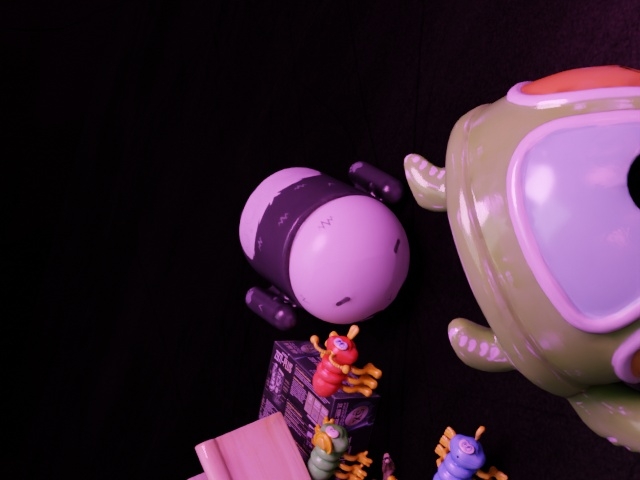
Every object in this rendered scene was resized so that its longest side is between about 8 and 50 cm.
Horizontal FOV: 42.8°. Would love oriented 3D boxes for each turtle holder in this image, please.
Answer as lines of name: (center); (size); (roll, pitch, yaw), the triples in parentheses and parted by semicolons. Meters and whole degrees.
turtle holder: (0.231, 0.012, 0.642); (0.227, 0.243, 0.320); (-24, 56, 37)

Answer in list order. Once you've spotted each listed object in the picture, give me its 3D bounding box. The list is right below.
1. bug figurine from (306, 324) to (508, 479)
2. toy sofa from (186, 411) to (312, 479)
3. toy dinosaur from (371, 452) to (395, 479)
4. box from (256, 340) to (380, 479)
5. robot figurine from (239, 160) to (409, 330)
bug figurine: (0.069, 0.240, 0.954); (0.279, 0.072, 0.216); (35, 120, 32)
toy sofa: (-0.128, 0.367, 1.127); (0.150, 0.177, 0.362); (65, 161, 17)
toy dinosaur: (0.065, 0.361, 1.066); (0.183, 0.053, 0.093); (-59, 24, 25)
box: (-0.009, 0.244, 1.157); (0.180, 0.077, 0.147); (32, 114, 55)
robot figurine: (0.000, 0.003, 1.086); (0.278, 0.173, 0.209); (32, 119, 56)
